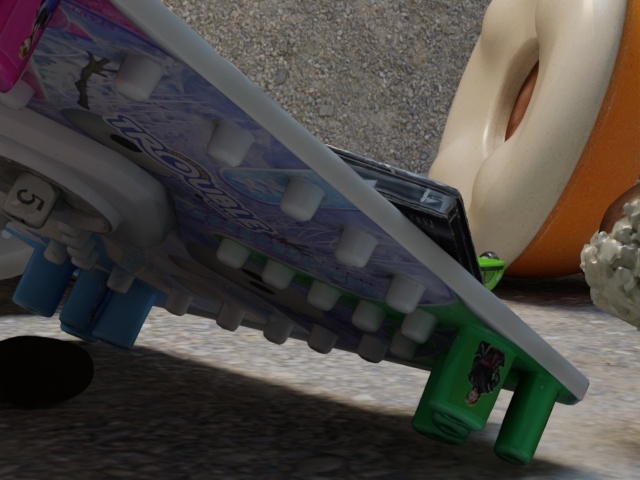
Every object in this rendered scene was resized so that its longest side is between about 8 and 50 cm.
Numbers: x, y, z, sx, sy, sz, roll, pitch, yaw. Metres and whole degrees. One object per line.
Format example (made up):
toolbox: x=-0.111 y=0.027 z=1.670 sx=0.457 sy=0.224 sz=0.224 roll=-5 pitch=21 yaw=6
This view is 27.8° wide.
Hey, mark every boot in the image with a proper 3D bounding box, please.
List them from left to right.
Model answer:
boot: x=-0.188 y=0.063 z=0.684 sx=0.106 sy=0.037 sz=0.114 roll=2 pitch=1 yaw=-30

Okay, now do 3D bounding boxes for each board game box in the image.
board game box: x=-0.131 y=-0.024 z=0.595 sx=0.390 sy=0.050 sz=0.390 roll=9 pitch=-23 yaw=46

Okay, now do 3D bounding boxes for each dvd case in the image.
dvd case: x=0.000 y=0.000 z=0.601 sx=0.165 sy=0.018 sz=0.221 roll=20 pitch=-16 yaw=19

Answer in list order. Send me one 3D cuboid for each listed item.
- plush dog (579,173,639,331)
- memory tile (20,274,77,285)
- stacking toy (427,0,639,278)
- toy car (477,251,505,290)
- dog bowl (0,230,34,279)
plush dog: x=0.284 y=0.045 z=0.594 sx=0.262 sy=0.210 sz=0.225 roll=-25 pitch=21 yaw=1
memory tile: x=-0.176 y=0.028 z=1.118 sx=0.148 sy=0.012 sz=0.113 roll=4 pitch=6 yaw=9
stacking toy: x=0.373 y=-0.065 z=1.247 sx=0.480 sy=0.350 sz=0.350 roll=19 pitch=3 yaw=-11
toy car: x=0.059 y=0.026 z=1.061 sx=0.239 sy=0.053 sz=0.225 roll=-2 pitch=8 yaw=-35
dog bowl: x=-0.300 y=-0.062 z=1.040 sx=0.349 sy=0.102 sz=0.349 roll=-6 pitch=20 yaw=2
